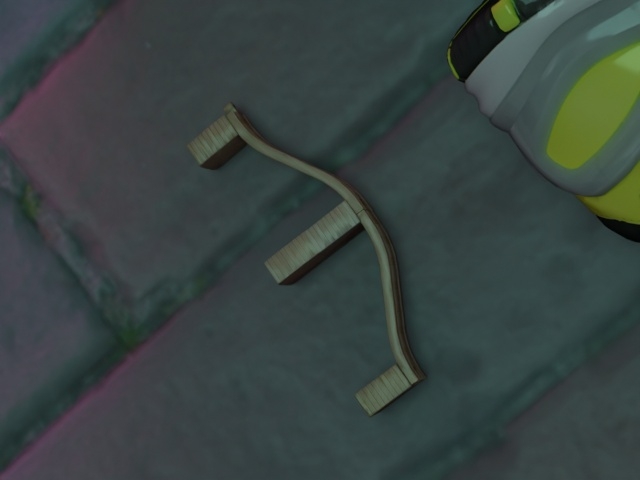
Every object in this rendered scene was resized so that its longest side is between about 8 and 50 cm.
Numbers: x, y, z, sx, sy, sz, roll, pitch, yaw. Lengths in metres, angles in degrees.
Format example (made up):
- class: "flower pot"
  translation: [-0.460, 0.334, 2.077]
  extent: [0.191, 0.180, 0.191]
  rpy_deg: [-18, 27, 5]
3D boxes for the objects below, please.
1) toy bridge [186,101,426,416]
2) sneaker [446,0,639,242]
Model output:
- class: "toy bridge"
  translation: [0.000, 0.000, 0.760]
  extent: [0.063, 0.026, 0.188]
  rpy_deg: [-37, 77, 14]
- class: "sneaker"
  translation: [0.248, -0.146, 0.628]
  extent: [0.384, 0.145, 0.147]
  rpy_deg: [-34, 99, 20]
